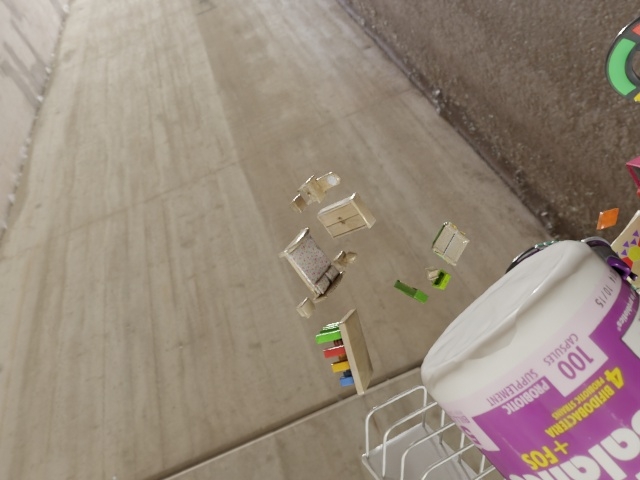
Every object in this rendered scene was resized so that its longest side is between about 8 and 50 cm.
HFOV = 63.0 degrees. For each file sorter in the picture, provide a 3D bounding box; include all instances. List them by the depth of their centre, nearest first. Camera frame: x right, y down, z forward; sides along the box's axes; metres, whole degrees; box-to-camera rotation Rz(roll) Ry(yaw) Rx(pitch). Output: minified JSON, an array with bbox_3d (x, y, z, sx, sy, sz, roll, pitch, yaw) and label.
[{"bbox_3d":[0.244,0.480,1.146,0.277,0.192,0.173,37,138,51],"label":"file sorter"}]

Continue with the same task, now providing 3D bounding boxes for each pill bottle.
[{"bbox_3d":[0.234,0.160,0.392,0.301,0.169,0.169,47,176,7],"label":"pill bottle"}]

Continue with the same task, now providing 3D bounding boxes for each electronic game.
[{"bbox_3d":[0.630,-0.325,0.921,0.229,0.229,0.048,69,-147,-57],"label":"electronic game"}]

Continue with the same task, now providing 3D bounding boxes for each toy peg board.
[{"bbox_3d":[0.054,0.257,1.201,0.161,0.079,0.161,-13,-92,-76],"label":"toy peg board"}]

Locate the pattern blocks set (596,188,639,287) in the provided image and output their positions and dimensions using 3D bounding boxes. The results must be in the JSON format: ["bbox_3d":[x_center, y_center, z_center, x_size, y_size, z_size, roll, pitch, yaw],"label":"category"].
[{"bbox_3d":[0.859,0.019,1.404,0.285,0.324,0.026,51,178,-5],"label":"pattern blocks set"}]

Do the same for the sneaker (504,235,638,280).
[{"bbox_3d":[0.427,0.053,0.886,0.098,0.223,0.083,-122,24,-49],"label":"sneaker"}]

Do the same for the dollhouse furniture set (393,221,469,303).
[{"bbox_3d":[0.202,0.037,0.958,0.076,0.152,0.058,31,178,-35],"label":"dollhouse furniture set"}]

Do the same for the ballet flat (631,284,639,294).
[{"bbox_3d":[1.157,0.132,1.724,0.146,0.409,0.147,27,-150,-17],"label":"ballet flat"}]

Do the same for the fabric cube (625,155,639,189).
[{"bbox_3d":[0.876,-0.117,1.112,0.259,0.258,0.254,56,-162,-6],"label":"fabric cube"}]

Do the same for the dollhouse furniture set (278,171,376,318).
[{"bbox_3d":[0.000,0.000,1.598,0.303,0.173,0.356,53,-134,-15],"label":"dollhouse furniture set"}]
